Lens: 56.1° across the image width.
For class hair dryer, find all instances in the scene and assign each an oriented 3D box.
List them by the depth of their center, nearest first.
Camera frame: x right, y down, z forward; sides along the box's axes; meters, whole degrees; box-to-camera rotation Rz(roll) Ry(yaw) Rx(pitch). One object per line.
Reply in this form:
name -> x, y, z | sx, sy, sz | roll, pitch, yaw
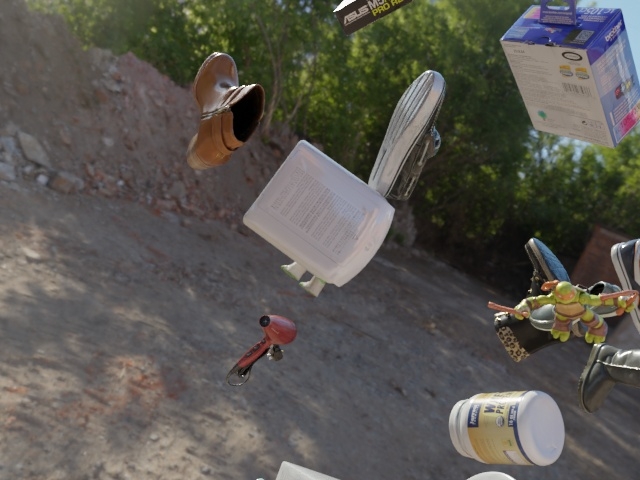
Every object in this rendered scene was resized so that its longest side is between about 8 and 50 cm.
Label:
hair dryer -> -0.161, 0.317, 1.767 | 0.080, 0.294, 0.223 | 37, 45, 25

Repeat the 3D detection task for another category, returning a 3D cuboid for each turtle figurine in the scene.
turtle figurine -> 0.488, 0.134, 1.203 | 0.269, 0.087, 0.217 | -11, -35, 25
turtle figurine -> 0.000, 0.000, 1.670 | 0.274, 0.266, 0.198 | 35, -10, 18

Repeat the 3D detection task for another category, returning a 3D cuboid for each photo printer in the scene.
photo printer -> 0.007, -0.057, 1.456 | 0.307, 0.256, 0.107 | 35, -3, 6

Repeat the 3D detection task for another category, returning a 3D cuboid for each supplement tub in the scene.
supplement tub -> 0.609, 0.620, 1.988 | 0.228, 0.229, 0.316 | 21, -27, -34

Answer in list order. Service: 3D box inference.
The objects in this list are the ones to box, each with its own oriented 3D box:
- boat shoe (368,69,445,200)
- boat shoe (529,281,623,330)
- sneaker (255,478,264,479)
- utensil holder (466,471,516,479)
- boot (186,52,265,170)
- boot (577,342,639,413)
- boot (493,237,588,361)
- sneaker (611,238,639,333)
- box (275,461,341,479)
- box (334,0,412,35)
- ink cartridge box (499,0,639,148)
boat shoe -> 0.227, -0.244, 1.444 | 0.119, 0.335, 0.121 | 13, 37, -18
boat shoe -> 0.758, 0.192, 1.826 | 0.099, 0.116, 0.319 | 32, -33, -24
sneaker -> -0.137, 0.611, 1.404 | 0.098, 0.038, 0.069 | 44, 21, 21
utensil holder -> 0.486, 0.780, 1.400 | 0.385, 0.327, 0.327 | 42, 3, -13
boot -> -0.189, -0.290, 1.233 | 0.109, 0.284, 0.220 | 25, -21, -28
boot -> 0.696, 0.321, 1.356 | 0.076, 0.190, 0.208 | 19, -7, -26
boot -> 0.725, 0.209, 2.076 | 0.138, 0.284, 0.378 | 11, 50, -43
sneaker -> 0.917, 0.149, 1.642 | 0.126, 0.321, 0.127 | -19, -3, -39
box -> 0.066, 0.528, 1.024 | 0.215, 0.168, 0.345 | 29, -18, -24
box -> 0.163, -0.552, 1.298 | 0.060, 0.216, 0.270 | 58, 32, -23
ink cartridge box -> 0.644, -0.447, 1.548 | 0.270, 0.151, 0.395 | 32, -12, 51
